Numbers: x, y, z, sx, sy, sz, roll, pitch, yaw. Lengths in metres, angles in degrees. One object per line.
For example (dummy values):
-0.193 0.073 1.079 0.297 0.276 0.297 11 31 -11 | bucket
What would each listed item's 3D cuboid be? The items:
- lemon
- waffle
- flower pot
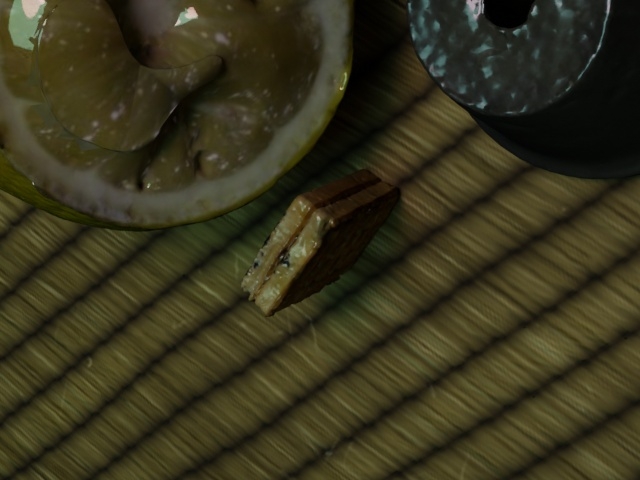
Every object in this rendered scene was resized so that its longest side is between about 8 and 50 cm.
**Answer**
-0.167 -0.186 1.179 0.364 0.364 0.364 6 100 32 | lemon
0.000 -0.001 1.195 0.042 0.148 0.102 40 115 11 | waffle
0.165 -0.167 1.055 0.269 0.166 0.269 7 103 32 | flower pot
